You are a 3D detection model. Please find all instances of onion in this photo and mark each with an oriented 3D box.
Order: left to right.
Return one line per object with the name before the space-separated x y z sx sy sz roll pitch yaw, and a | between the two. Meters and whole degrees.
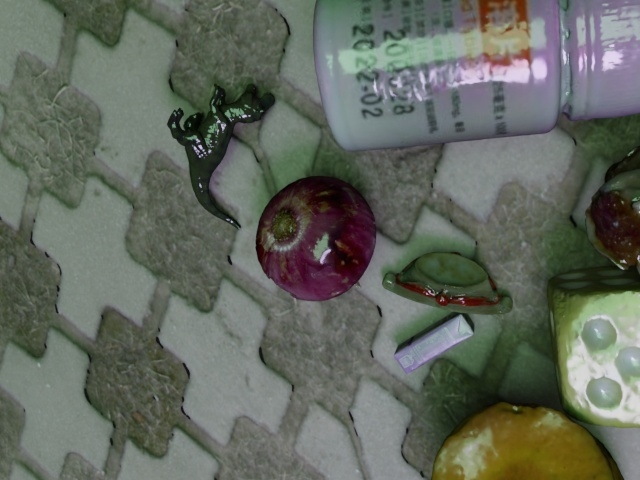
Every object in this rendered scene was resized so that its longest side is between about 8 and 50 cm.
onion | -0.006 -0.004 0.955 0.177 0.153 0.177 6 102 31

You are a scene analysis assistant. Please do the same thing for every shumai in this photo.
shumai | 0.426 -0.016 0.792 0.218 0.185 0.184 15 144 28

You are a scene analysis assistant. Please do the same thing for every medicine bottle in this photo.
medicine bottle | 0.200 -0.231 0.828 0.388 0.219 0.219 -3 97 15

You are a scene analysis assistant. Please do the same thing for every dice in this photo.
dice | 0.380 0.127 0.860 0.169 0.166 0.169 -6 97 15

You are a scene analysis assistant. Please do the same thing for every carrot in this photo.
carrot | 0.278 0.343 0.894 0.241 0.340 0.241 -9 65 19

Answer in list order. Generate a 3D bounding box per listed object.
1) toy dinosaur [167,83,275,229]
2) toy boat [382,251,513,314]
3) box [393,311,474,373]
toy dinosaur | -0.131 -0.130 0.998 0.187 0.087 0.179 -40 86 17
toy boat | 0.178 0.060 0.955 0.185 0.089 0.071 12 144 12
box | 0.163 0.143 0.979 0.117 0.050 0.036 -34 90 18
